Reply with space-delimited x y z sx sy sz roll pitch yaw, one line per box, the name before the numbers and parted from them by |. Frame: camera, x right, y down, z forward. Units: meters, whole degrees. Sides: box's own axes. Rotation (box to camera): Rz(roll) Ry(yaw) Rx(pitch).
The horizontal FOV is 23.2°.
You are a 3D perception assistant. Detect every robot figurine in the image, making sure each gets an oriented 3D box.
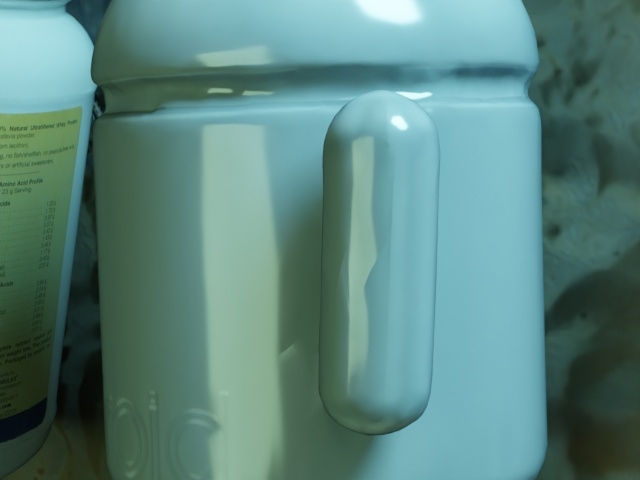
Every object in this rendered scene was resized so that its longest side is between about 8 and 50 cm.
robot figurine | 0.000 0.000 0.701 0.300 0.200 0.353 -170 78 -76

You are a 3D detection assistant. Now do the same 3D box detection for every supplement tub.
supplement tub | -0.250 -0.034 0.897 0.228 0.228 0.316 20 107 38
